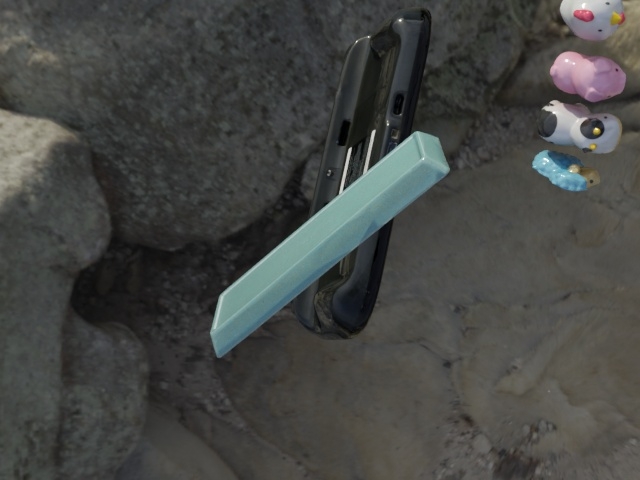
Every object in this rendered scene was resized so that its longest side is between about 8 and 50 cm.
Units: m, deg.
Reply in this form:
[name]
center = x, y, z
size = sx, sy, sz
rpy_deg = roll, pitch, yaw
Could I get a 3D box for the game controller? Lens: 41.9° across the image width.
[game controller]
center = 0.042, -0.063, 0.801
size = 0.067, 0.166, 0.319
rpy_deg = 16, 79, -22

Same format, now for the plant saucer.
[plant saucer]
center = 0.000, 0.000, 0.536
size = 0.192, 0.067, 0.018
rpy_deg = -40, 108, 17

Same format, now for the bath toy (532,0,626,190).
[bath toy]
center = 0.465, -0.270, 1.473
size = 0.151, 0.129, 0.348
rpy_deg = 11, 112, 20
